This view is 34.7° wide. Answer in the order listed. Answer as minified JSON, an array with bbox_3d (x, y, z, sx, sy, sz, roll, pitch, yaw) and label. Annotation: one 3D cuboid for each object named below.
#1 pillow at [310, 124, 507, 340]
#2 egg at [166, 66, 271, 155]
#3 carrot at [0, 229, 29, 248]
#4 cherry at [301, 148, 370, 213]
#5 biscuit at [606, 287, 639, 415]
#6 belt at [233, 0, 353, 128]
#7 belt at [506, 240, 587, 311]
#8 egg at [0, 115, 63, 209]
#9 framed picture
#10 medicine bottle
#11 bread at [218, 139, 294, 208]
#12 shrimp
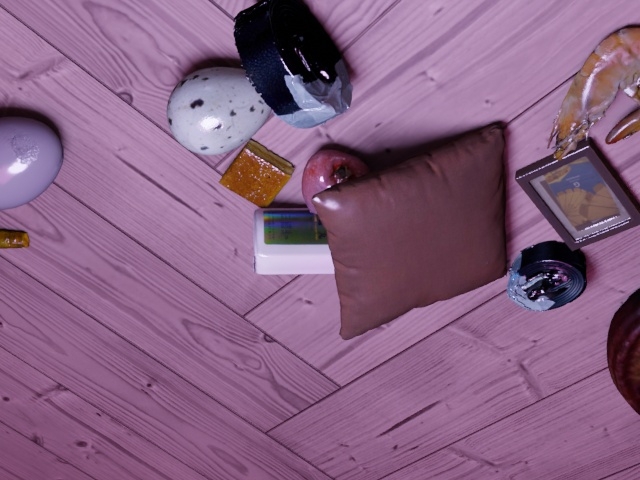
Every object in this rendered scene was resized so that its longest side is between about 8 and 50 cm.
[{"bbox_3d":[0.147,-0.006,1.561,0.305,0.108,0.308,-21,133,-10],"label":"pillow"},{"bbox_3d":[-0.147,-0.196,1.518,0.164,0.131,0.131,-18,129,0],"label":"egg"},{"bbox_3d":[-0.616,-0.006,1.881,0.170,0.042,0.042,3,133,9],"label":"carrot"},{"bbox_3d":[0.018,-0.094,1.586,0.106,0.087,0.126,36,150,-27],"label":"cherry"},{"bbox_3d":[0.675,0.193,1.667,0.407,0.091,0.407,8,133,9],"label":"biscuit"},{"bbox_3d":[-0.034,-0.243,1.415,0.078,0.151,0.198,-22,125,31],"label":"belt"},{"bbox_3d":[0.363,0.060,1.650,0.105,0.058,0.140,41,130,-18],"label":"belt"},{"bbox_3d":[-0.507,-0.126,1.661,0.198,0.146,0.146,-16,127,18],"label":"egg"},{"bbox_3d":[0.393,-0.066,1.548,0.128,0.023,0.168,-26,121,33],"label":"framed picture"},{"bbox_3d":[0.000,0.000,1.650,0.219,0.115,0.078,-1,132,-4],"label":"medicine bottle"},{"bbox_3d":[-0.102,-0.105,1.644,0.090,0.035,0.094,31,132,-14],"label":"bread"},{"bbox_3d":[0.402,-0.189,1.413,0.133,0.053,0.236,19,127,-14],"label":"shrimp"}]
